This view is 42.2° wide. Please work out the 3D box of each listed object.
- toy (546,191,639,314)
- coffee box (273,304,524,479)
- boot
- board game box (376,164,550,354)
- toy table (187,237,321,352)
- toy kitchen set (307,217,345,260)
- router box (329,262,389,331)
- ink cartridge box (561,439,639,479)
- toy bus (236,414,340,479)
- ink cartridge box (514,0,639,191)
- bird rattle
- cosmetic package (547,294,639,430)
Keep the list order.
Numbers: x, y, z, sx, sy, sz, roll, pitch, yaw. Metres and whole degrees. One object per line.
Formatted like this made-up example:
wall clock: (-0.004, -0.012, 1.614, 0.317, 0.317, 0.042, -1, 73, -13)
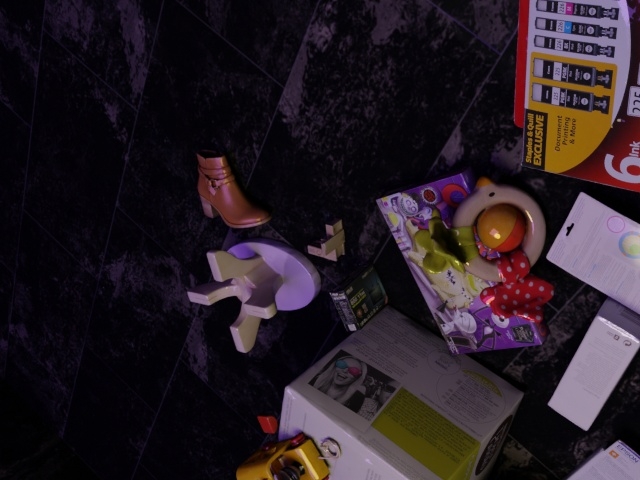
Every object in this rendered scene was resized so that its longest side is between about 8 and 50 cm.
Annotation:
toy: (0.492, 0.031, 1.301, 0.237, 0.056, 0.137, 36, 128, 24)
coffee box: (0.146, 0.404, 1.649, 0.338, 0.334, 0.337, 32, 134, 26)
boot: (-0.196, -0.114, 1.805, 0.197, 0.073, 0.152, 13, 121, 32)
board game box: (0.260, 0.046, 1.529, 0.208, 0.056, 0.346, -18, 104, 42)
toy table: (-0.154, 0.104, 1.847, 0.274, 0.161, 0.252, -7, 112, 45)
toy kitchen set: (0.000, 0.000, 1.708, 0.075, 0.068, 0.083, 16, 126, 34)
router box: (0.080, 0.113, 1.674, 0.038, 0.122, 0.092, -12, 109, 41)
ink cartridge box: (0.583, 0.480, 1.534, 0.223, 0.045, 0.224, 41, 136, 13)
toy bus: (-0.069, 0.433, 1.539, 0.191, 0.104, 0.202, 25, 131, 31)
ink cartridge box: (0.375, -0.250, 1.165, 0.272, 0.130, 0.309, 18, 128, 34)
bird rattle: (0.293, 0.011, 1.378, 0.254, 0.143, 0.207, 29, 93, -3)
cosmetic package: (0.473, 0.196, 1.390, 0.085, 0.117, 0.231, 33, 133, 21)
